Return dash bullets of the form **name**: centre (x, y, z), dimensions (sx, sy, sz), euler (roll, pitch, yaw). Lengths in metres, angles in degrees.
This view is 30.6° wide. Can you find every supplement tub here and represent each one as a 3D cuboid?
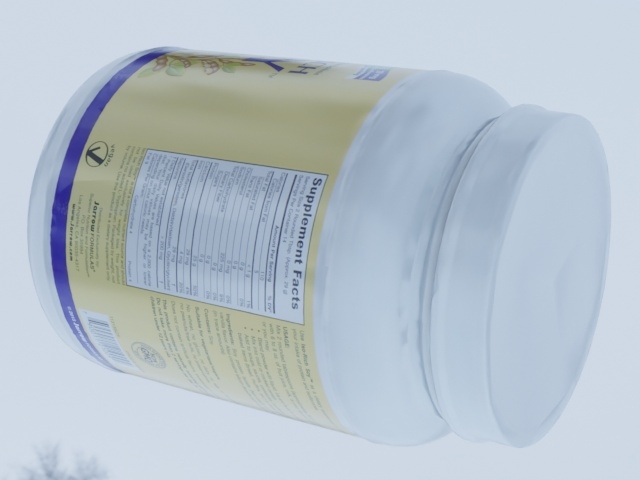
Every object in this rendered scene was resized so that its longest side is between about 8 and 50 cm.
- **supplement tub**: centre (0.000, 0.000, 0.780), dimensions (0.331, 0.241, 0.241), euler (10, -27, 30)
